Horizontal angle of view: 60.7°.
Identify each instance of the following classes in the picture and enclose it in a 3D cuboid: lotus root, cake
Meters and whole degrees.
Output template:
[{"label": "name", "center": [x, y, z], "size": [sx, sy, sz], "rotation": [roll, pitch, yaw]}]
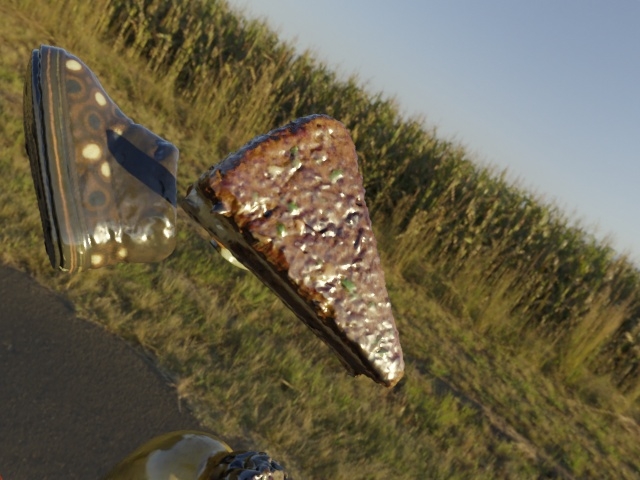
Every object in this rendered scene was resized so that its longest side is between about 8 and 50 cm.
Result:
[{"label": "lotus root", "center": [-0.154, 0.303, 0.602], "size": [0.183, 0.310, 0.182], "rotation": [34, 30, -23]}, {"label": "cake", "center": [0.010, 0.004, 0.488], "size": [0.246, 0.135, 0.112], "rotation": [47, -18, -14]}]

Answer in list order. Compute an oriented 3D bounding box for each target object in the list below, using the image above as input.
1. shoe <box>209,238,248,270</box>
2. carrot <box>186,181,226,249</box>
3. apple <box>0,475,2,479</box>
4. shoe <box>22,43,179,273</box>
[{"label": "shoe", "center": [-0.139, 0.030, 1.286], "size": [0.103, 0.098, 0.275], "rotation": [43, 5, 34]}, {"label": "carrot", "center": [-0.180, -0.033, 0.909], "size": [0.048, 0.048, 0.216], "rotation": [36, -19, 17]}, {"label": "apple", "center": [-0.672, 0.473, 0.937], "size": [0.218, 0.218, 0.201], "rotation": [24, 27, -38]}, {"label": "shoe", "center": [-0.361, -0.142, 0.934], "size": [0.237, 0.383, 0.171], "rotation": [-8, -9, -34]}]
